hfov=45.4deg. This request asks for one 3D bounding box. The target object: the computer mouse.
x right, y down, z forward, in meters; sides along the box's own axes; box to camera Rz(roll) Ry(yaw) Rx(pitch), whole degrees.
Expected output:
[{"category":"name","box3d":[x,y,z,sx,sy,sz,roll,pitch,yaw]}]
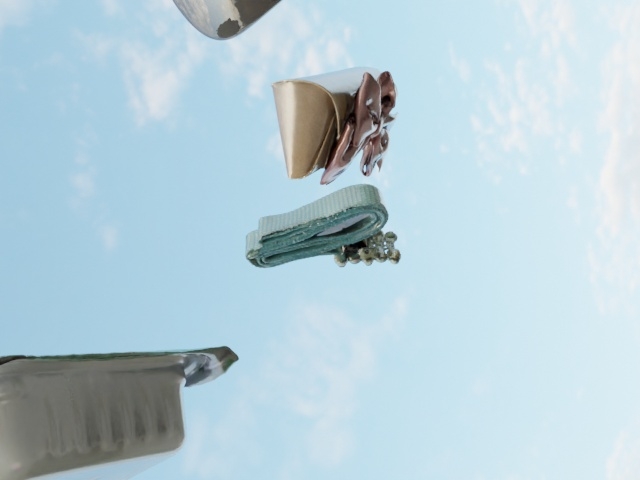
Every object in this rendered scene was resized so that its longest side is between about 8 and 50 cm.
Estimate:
[{"category":"computer mouse","box3d":[-0.059,-0.303,0.774,0.120,0.232,0.057,53,-162,-11]}]

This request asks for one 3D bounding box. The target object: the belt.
[{"category":"belt","box3d":[-0.001,-0.003,0.930,0.065,0.179,0.100,-94,-14,-50]}]

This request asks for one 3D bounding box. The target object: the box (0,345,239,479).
[{"category":"box","box3d":[-0.276,0.211,0.813,0.336,0.264,0.106,6,-124,-53]}]

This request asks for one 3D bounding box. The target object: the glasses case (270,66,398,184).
[{"category":"glasses case","box3d":[0.029,-0.099,0.670,0.193,0.070,0.103,-37,-60,-65]}]
